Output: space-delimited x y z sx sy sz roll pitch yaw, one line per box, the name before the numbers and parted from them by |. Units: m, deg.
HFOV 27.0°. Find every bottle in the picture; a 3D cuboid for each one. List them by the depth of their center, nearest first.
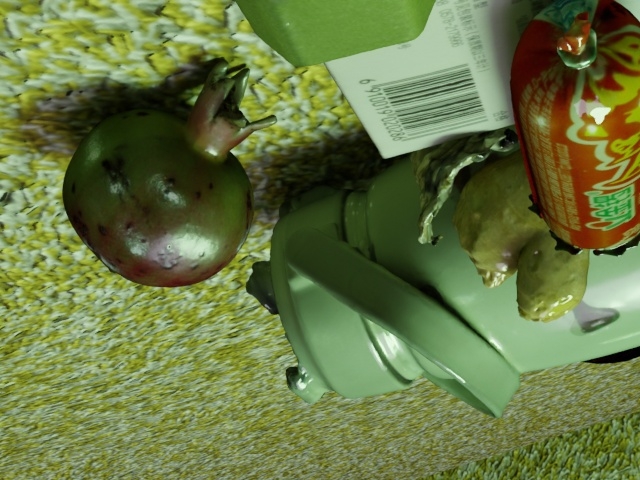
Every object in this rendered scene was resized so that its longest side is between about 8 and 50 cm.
bottle | 0.110 0.023 1.035 0.352 0.229 0.229 -19 161 15

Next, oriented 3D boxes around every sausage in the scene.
sausage | 0.137 -0.058 0.689 0.083 0.083 0.264 -17 163 9

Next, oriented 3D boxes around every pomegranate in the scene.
pomegranate | -0.090 -0.037 0.888 0.159 0.129 0.129 -26 159 10

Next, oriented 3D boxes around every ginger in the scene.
ginger | 0.193 -0.087 0.851 0.065 0.118 0.299 9 120 -55

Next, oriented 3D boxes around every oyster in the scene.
oyster | 0.079 -0.059 0.861 0.106 0.061 0.200 -53 -172 6

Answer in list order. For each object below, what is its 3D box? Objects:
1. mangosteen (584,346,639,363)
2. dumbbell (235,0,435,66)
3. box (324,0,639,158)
mangosteen | 0.275 0.023 1.182 0.194 0.194 0.230 2 -172 -39
dumbbell | 0.107 -0.151 0.463 0.302 0.121 0.108 -15 -171 10
box | 0.090 -0.156 0.665 0.203 0.116 0.274 -15 163 11
